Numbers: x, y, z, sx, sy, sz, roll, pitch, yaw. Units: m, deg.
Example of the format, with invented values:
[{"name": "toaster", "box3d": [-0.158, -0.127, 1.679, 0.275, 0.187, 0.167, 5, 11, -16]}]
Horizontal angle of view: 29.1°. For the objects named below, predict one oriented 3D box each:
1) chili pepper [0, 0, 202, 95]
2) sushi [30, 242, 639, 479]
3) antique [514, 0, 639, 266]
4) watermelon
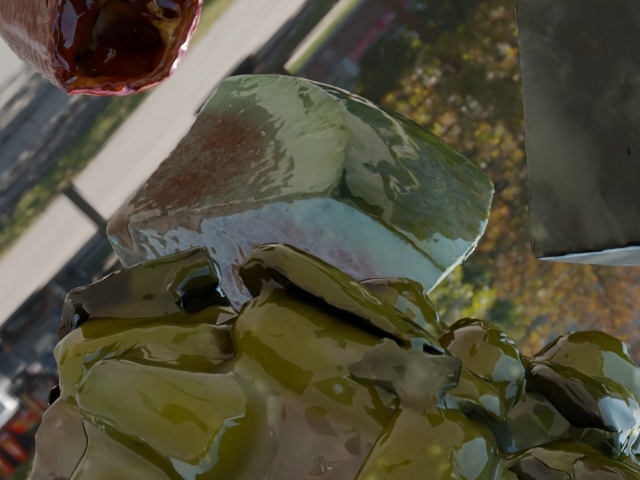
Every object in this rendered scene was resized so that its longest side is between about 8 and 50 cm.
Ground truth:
[{"name": "chili pepper", "box3d": [-0.216, -0.215, 0.973, 0.131, 0.134, 0.338, -13, -151, -32]}, {"name": "sushi", "box3d": [0.042, 0.159, 0.492, 0.328, 0.329, 0.285, -13, -111, 43]}, {"name": "antique", "box3d": [0.146, -0.083, 0.548, 0.088, 0.183, 0.086, 5, 170, -43]}, {"name": "watermelon", "box3d": [0.000, 0.000, 0.812, 0.232, 0.193, 0.310, -29, -153, 6]}]
